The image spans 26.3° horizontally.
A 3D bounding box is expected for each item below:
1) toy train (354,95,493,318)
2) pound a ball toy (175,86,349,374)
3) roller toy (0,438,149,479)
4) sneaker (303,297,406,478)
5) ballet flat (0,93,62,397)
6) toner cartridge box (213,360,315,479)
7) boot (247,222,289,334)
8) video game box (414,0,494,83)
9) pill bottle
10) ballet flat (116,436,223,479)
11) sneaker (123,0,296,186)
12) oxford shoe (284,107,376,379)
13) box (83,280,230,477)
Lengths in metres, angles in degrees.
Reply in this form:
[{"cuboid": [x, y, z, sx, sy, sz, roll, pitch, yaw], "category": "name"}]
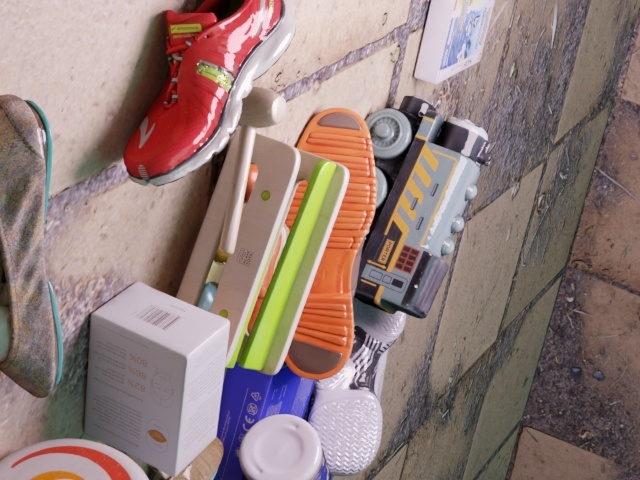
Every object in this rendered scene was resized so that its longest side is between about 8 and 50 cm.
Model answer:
[{"cuboid": [0.121, -0.044, 2.002, 0.334, 0.190, 0.142, -65, 159, -6], "category": "toy train"}, {"cuboid": [-0.101, -0.016, 1.592, 0.208, 0.135, 0.319, 14, 95, -58], "category": "pound a ball toy"}, {"cuboid": [-0.267, 0.306, 1.411, 0.191, 0.209, 0.146, -105, -164, -51], "category": "roller toy"}, {"cuboid": [0.038, 0.199, 2.125, 0.210, 0.137, 0.366, 114, -13, -68], "category": "sneaker"}, {"cuboid": [-0.296, 0.019, 1.213, 0.106, 0.107, 0.316, -22, 128, -36], "category": "ballet flat"}, {"cuboid": [-0.106, 0.314, 1.963, 0.165, 0.075, 0.348, -14, 123, -65], "category": "toner cartridge box"}, {"cuboid": [-0.092, 0.049, 1.773, 0.084, 0.059, 0.158, -2, 104, -64], "category": "boot"}, {"cuboid": [0.221, -0.361, 2.138, 0.187, 0.048, 0.205, -37, 143, -58], "category": "video game box"}, {"cuboid": [-0.042, 0.327, 1.872, 0.112, 0.112, 0.187, -57, 156, -26], "category": "pill bottle"}, {"cuboid": [-0.235, 0.300, 1.626, 0.342, 0.116, 0.124, -42, 128, -42], "category": "ballet flat"}, {"cuboid": [-0.135, -0.180, 1.421, 0.279, 0.107, 0.118, -61, 140, -26], "category": "sneaker"}, {"cuboid": [0.000, 0.000, 1.868, 0.133, 0.129, 0.364, -94, -167, -86], "category": "oxford shoe"}, {"cuboid": [-0.185, 0.155, 1.539, 0.091, 0.130, 0.171, -40, 146, -52], "category": "box"}]
